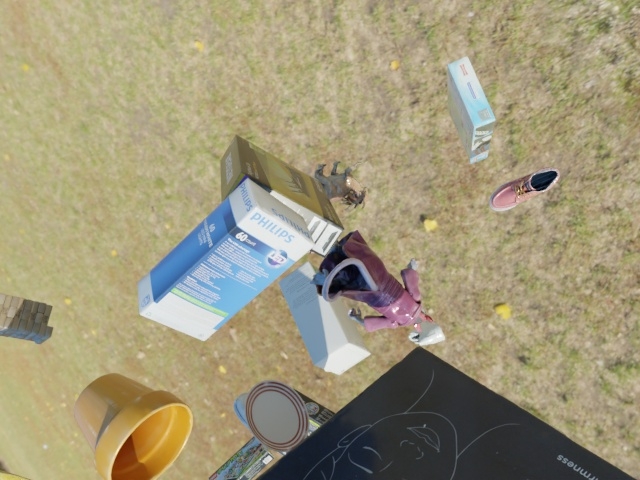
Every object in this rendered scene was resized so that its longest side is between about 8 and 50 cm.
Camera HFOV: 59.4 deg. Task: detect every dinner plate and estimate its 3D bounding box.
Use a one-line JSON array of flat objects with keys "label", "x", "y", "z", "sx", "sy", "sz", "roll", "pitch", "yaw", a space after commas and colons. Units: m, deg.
[{"label": "dinner plate", "x": -0.084, "y": 0.333, "z": 1.065, "sx": 0.141, "sy": 0.141, "sz": 0.017, "roll": 49, "pitch": 127, "yaw": 10}]

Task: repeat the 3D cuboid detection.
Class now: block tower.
[{"label": "block tower", "x": -0.873, "y": 0.182, "z": 1.452, "sx": 0.335, "sy": 0.097, "sz": 0.091, "roll": 24, "pitch": 146, "yaw": -34}]

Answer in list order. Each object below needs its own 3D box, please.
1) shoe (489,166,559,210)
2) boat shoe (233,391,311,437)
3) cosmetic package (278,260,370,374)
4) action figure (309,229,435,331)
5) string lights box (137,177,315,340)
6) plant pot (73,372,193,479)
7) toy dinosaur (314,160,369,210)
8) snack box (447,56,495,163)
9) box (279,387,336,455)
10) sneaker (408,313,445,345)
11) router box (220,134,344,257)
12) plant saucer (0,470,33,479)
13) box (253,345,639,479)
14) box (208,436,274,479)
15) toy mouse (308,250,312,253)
[{"label": "shoe", "x": 0.499, "y": -0.129, "z": 1.380, "sx": 0.178, "sy": 0.081, "sz": 0.063, "roll": -27, "pitch": 84, "yaw": 16}, {"label": "boat shoe", "x": -0.092, "y": 0.410, "z": 1.261, "sx": 0.226, "sy": 0.083, "sz": 0.075, "roll": 33, "pitch": 142, "yaw": 2}, {"label": "cosmetic package", "x": 0.010, "y": 0.281, "z": 2.035, "sx": 0.197, "sy": 0.155, "sz": 0.365, "roll": 37, "pitch": -160, "yaw": -56}, {"label": "action figure", "x": 0.172, "y": 0.126, "z": 1.502, "sx": 0.370, "sy": 0.248, "sz": 0.276, "roll": 35, "pitch": 177, "yaw": -11}, {"label": "string lights box", "x": -0.151, "y": 0.038, "z": 0.885, "sx": 0.133, "sy": 0.260, "sz": 0.076, "roll": 35, "pitch": -159, "yaw": -41}, {"label": "plant pot", "x": -0.407, "y": 0.381, "z": 1.178, "sx": 0.188, "sy": 0.205, "sz": 0.205, "roll": 28, "pitch": 135, "yaw": 30}, {"label": "toy dinosaur", "x": 0.063, "y": -0.193, "z": 2.139, "sx": 0.127, "sy": 0.296, "sz": 0.200, "roll": -138, "pitch": 39, "yaw": -68}, {"label": "snack box", "x": 0.412, "y": -0.348, "z": 1.557, "sx": 0.322, "sy": 0.060, "sz": 0.187, "roll": 34, "pitch": -145, "yaw": -75}, {"label": "box", "x": 0.004, "y": 0.561, "z": 1.549, "sx": 0.270, "sy": 0.060, "sz": 0.216, "roll": 23, "pitch": 123, "yaw": 27}, {"label": "sneaker", "x": 0.318, "y": 0.287, "z": 1.773, "sx": 0.080, "sy": 0.094, "sz": 0.212, "roll": 63, "pitch": 178, "yaw": 0}, {"label": "router box", "x": -0.094, "y": -0.106, "z": 1.231, "sx": 0.243, "sy": 0.309, "sz": 0.081, "roll": 27, "pitch": 107, "yaw": -21}, {"label": "plant saucer", "x": -0.600, "y": 0.570, "z": 1.158, "sx": 0.333, "sy": 0.081, "sz": 0.333, "roll": -20, "pitch": 134, "yaw": 36}, {"label": "box", "x": 0.165, "y": 0.481, "z": 0.803, "sx": 0.480, "sy": 0.472, "sz": 0.297, "roll": 28, "pitch": 142, "yaw": 49}, {"label": "box", "x": -0.244, "y": 0.698, "z": 1.718, "sx": 0.036, "sy": 0.207, "sz": 0.114, "roll": 52, "pitch": 171, "yaw": -24}, {"label": "toy mouse", "x": 0.000, "y": 0.000, "z": 1.858, "sx": 0.161, "sy": 0.143, "sz": 0.031, "roll": -38, "pitch": 60, "yaw": 15}]
